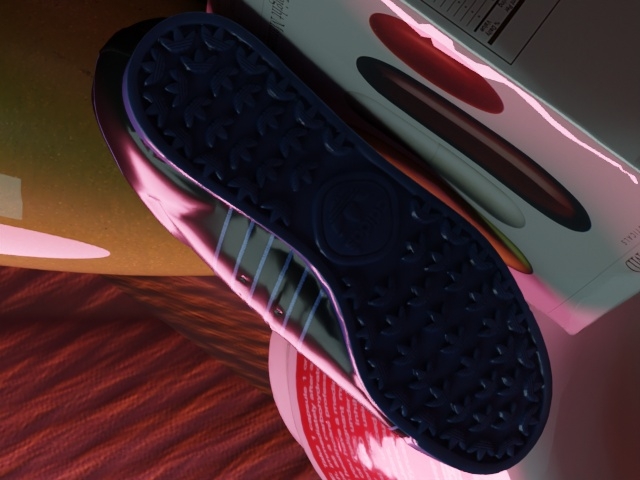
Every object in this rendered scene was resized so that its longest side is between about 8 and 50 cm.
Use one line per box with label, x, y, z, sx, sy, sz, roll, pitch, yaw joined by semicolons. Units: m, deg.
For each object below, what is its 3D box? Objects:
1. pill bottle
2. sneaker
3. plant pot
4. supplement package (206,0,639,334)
pill bottle;0.118;0.082;0.876;0.229;0.229;0.408;41;165;-17
sneaker;0.000;0.000;0.595;0.232;0.081;0.090;49;167;-17
plant pot;-0.164;-0.086;1.005;0.294;0.274;0.275;19;164;6
supplement package;0.079;-0.093;0.563;0.203;0.149;0.194;36;166;4
